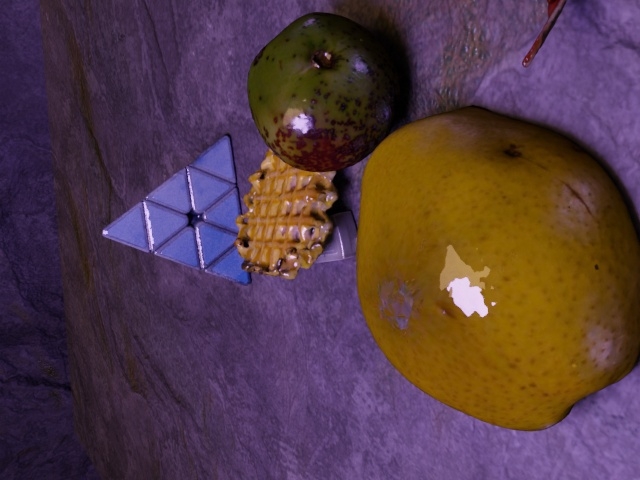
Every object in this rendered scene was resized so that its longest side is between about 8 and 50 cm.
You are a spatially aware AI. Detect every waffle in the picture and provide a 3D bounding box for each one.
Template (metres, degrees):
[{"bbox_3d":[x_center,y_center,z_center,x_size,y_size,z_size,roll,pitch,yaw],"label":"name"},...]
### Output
[{"bbox_3d":[-0.066,-0.046,1.063,0.280,0.060,0.262,-53,39,32],"label":"waffle"}]

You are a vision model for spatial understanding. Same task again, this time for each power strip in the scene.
[{"bbox_3d":[0.000,0.000,1.061,0.175,0.042,0.075,-13,92,54],"label":"power strip"}]

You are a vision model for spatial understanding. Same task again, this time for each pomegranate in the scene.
[{"bbox_3d":[0.007,-0.182,0.889,0.214,0.214,0.248,58,173,23],"label":"pomegranate"}]

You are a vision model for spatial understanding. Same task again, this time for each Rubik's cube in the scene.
[{"bbox_3d":[-0.267,-0.053,1.323,0.228,0.229,0.233,-5,54,18],"label":"Rubik's cube"}]

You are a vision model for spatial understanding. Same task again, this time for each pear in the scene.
[{"bbox_3d":[0.159,0.034,0.734,0.386,0.191,0.340,58,140,23],"label":"pear"}]

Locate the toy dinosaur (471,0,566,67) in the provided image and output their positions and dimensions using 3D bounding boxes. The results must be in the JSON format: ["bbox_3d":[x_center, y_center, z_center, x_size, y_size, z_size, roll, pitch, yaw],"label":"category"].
[{"bbox_3d":[0.162,-0.331,0.665,0.327,0.113,0.206,71,163,-5],"label":"toy dinosaur"}]
